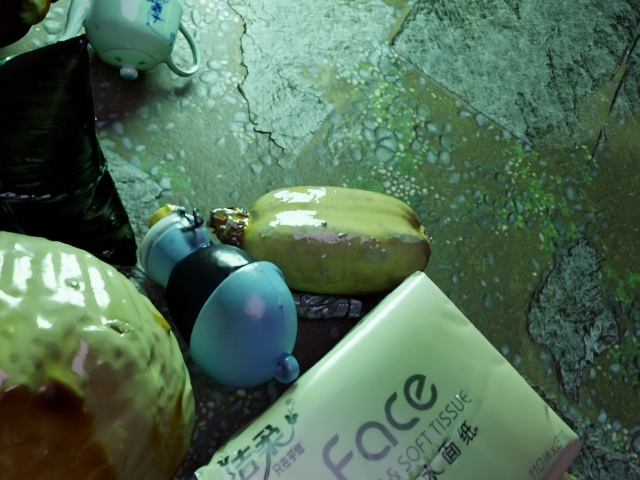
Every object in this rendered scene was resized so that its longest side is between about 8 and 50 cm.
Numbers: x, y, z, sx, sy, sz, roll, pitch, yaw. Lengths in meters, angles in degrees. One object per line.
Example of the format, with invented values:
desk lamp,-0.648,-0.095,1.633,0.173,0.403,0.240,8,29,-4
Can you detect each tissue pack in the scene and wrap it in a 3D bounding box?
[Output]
tissue pack,0.086,0.297,0.775,0.404,0.205,0.332,-38,79,-27

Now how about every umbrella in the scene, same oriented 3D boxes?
umbrella,-0.028,0.100,0.905,0.188,0.050,0.046,7,89,-15

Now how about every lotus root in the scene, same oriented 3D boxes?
lotus root,0.000,0.000,0.901,0.342,0.152,0.169,3,49,-11

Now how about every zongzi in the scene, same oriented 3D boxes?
zongzi,-0.397,-0.134,0.721,0.383,0.362,0.319,20,46,-6

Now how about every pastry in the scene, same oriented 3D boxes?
pastry,-0.324,0.191,0.589,0.388,0.389,0.313,1,43,-17

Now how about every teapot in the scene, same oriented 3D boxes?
teapot,-0.298,-0.326,0.946,0.231,0.159,0.159,6,66,-39

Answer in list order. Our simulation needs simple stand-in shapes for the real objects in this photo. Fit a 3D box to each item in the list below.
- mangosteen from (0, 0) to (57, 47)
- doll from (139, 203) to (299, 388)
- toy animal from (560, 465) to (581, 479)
mangosteen,-0.479,-0.387,0.854,0.265,0.228,0.229,3,68,-2
doll,-0.132,0.074,0.790,0.141,0.177,0.314,-11,44,-44
toy animal,0.374,0.455,0.851,0.157,0.097,0.313,12,54,-10
